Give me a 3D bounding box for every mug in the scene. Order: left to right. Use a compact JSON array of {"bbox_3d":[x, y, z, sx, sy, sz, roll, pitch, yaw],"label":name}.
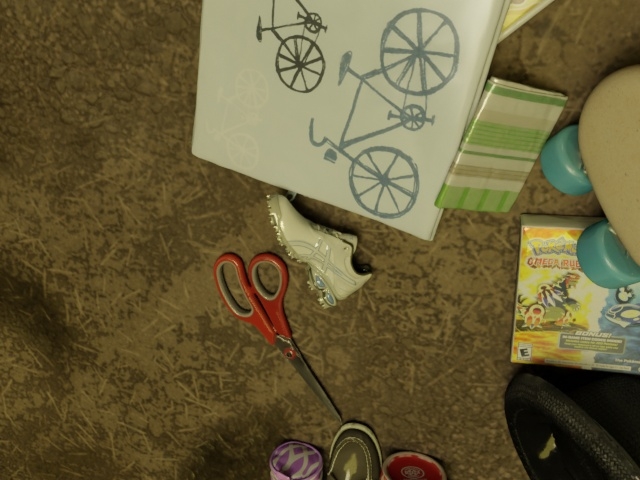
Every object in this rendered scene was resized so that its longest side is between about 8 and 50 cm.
[{"bbox_3d":[0.137,0.398,0.937,0.113,0.150,0.169,26,119,45],"label":"mug"}]

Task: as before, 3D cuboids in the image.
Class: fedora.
[{"bbox_3d":[0.369,0.278,0.749,0.153,0.334,0.334,-27,106,-11],"label":"fedora"}]

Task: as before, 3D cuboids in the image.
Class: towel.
[{"bbox_3d":[0.194,-0.100,0.705,0.113,0.023,0.152,4,123,-29],"label":"towel"}]

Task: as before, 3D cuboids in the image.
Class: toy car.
[{"bbox_3d":[0.391,-0.079,0.625,0.219,0.238,0.210,133,123,-64],"label":"toy car"}]

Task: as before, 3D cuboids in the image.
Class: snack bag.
[{"bbox_3d":[0.007,-0.182,0.722,0.343,0.037,0.323,19,124,13],"label":"snack bag"}]

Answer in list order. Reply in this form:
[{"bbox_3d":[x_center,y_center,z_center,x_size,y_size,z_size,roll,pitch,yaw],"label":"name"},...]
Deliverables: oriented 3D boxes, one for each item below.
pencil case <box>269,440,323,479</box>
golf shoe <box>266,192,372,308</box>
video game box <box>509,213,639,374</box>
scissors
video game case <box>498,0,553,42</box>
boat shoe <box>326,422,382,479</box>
[{"bbox_3d":[-0.044,0.409,0.985,0.086,0.088,0.206,17,116,30],"label":"pencil case"},{"bbox_3d":[0.000,0.000,0.807,0.086,0.069,0.176,-28,120,10],"label":"golf shoe"},{"bbox_3d":[0.334,0.065,0.754,0.205,0.048,0.187,3,111,14],"label":"video game box"},{"bbox_3d":[-0.060,0.146,0.917,0.109,0.021,0.297,-14,109,18],"label":"scissors"},{"bbox_3d":[0.102,-0.273,0.684,0.227,0.026,0.206,-36,100,25],"label":"video game case"},{"bbox_3d":[0.044,0.379,0.957,0.081,0.068,0.227,9,115,13],"label":"boat shoe"}]
